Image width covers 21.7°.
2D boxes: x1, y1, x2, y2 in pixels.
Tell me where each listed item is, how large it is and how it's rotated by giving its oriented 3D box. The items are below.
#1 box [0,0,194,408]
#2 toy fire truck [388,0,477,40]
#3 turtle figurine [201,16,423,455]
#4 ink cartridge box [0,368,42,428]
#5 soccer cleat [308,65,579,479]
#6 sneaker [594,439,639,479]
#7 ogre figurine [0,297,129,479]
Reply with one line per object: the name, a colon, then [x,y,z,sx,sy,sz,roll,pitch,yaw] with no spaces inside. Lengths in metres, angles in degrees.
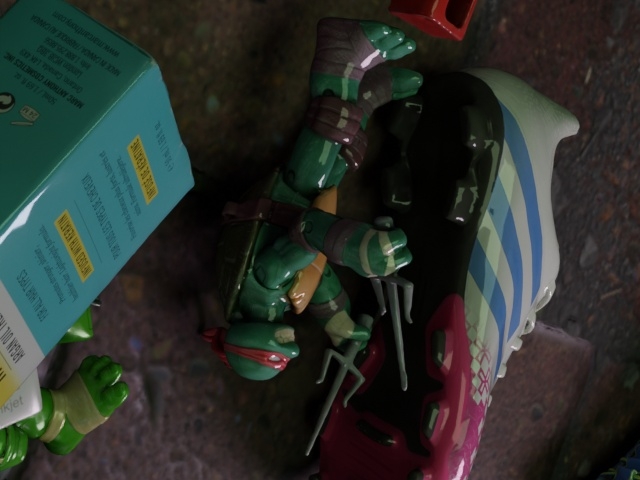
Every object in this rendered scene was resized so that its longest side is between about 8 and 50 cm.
box: [-0.149,0.031,0.594,0.244,0.060,0.100,-51,161,-17]
toy fire truck: [-0.017,-0.166,0.869,0.192,0.135,0.047,21,89,-46]
turtle figurine: [0.000,0.000,0.947,0.118,0.175,0.234,15,80,-7]
ink cartridge box: [-0.240,-0.027,0.678,0.171,0.168,0.232,-22,119,-36]
soccer cleat: [0.094,0.056,1.071,0.143,0.116,0.331,5,100,-45]
sneaker: [0.251,0.206,1.297,0.126,0.091,0.240,31,83,-45]
ogre figurine: [-0.171,0.111,0.847,0.118,0.097,0.197,20,88,-45]
